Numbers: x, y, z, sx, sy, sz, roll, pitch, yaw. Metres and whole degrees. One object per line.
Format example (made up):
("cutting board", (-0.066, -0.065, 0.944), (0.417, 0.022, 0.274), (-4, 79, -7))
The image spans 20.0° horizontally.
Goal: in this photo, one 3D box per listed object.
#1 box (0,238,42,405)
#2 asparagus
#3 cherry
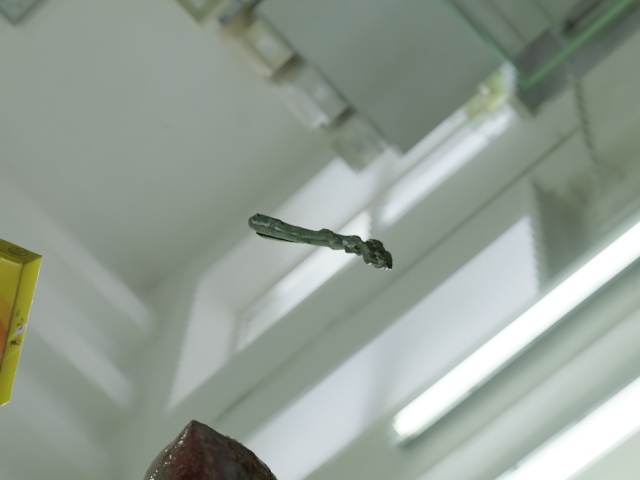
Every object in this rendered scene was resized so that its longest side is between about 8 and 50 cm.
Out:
("box", (-0.392, 0.038, 1.660), (0.269, 0.152, 0.043), (21, -159, 17))
("asparagus", (0.000, 0.000, 1.404), (0.022, 0.023, 0.233), (-2, -173, -26))
("cherry", (-0.122, 0.319, 2.061), (0.175, 0.192, 0.249), (-147, 43, -67))
